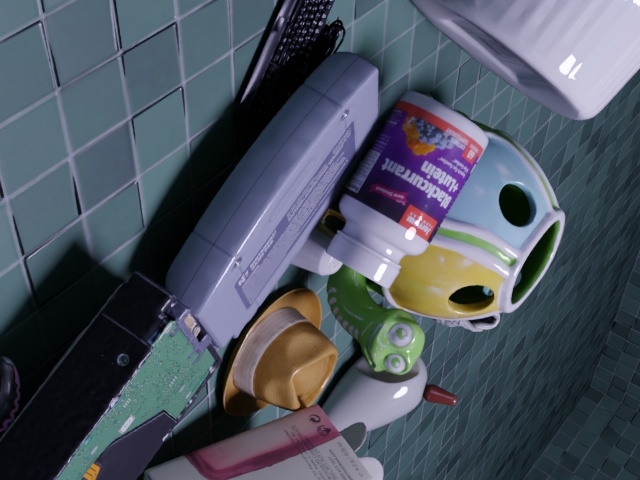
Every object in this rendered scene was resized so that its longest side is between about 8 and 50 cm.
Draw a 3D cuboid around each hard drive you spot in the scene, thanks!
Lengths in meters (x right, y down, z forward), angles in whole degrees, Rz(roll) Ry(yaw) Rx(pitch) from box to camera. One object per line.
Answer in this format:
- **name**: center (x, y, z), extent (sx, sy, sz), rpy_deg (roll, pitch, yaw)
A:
- **hard drive**: center (-0.221, 0.202, 0.860), extent (0.339, 0.064, 0.237), rpy_deg (-54, 168, -13)

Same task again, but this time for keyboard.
- **keyboard**: center (-0.009, -0.189, 0.932), extent (0.100, 0.038, 0.192), rpy_deg (5, 113, -63)

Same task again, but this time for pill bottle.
- **pill bottle**: center (0.087, -0.051, 1.056), extent (0.193, 0.108, 0.108), rpy_deg (-60, 155, 1)

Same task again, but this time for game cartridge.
- **game cartridge**: center (-0.041, -0.038, 0.968), extent (0.294, 0.060, 0.196), rpy_deg (-55, 171, -14)

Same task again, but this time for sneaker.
- **sneaker**: center (-0.280, 0.142, 0.769), extent (0.119, 0.047, 0.057), rpy_deg (-60, 144, -3)
- **sneaker**: center (0.248, 0.118, 1.652), extent (0.090, 0.115, 0.232), rpy_deg (-62, 155, 3)

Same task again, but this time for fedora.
- **fedora**: center (-0.035, 0.149, 1.193), extent (0.194, 0.079, 0.194), rpy_deg (-43, 149, -33)

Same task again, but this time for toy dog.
- **toy dog**: center (0.071, 0.275, 1.431), extent (0.333, 0.161, 0.220), rpy_deg (-58, 155, -5)

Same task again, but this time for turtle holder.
- **turtle holder**: center (0.147, -0.011, 1.189), extent (0.320, 0.227, 0.243), rpy_deg (-30, 142, -49)

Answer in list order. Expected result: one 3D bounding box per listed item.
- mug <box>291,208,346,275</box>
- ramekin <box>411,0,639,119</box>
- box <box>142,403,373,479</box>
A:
- **mug**: center (-0.002, 0.002, 1.115), extent (0.078, 0.064, 0.062), rpy_deg (-63, 154, 5)
- **ramekin**: center (0.220, -0.247, 1.035), extent (0.135, 0.277, 0.277), rpy_deg (-53, 156, 7)
- **box**: center (-0.079, 0.309, 1.133), extent (0.232, 0.127, 0.148), rpy_deg (-15, 139, -32)
